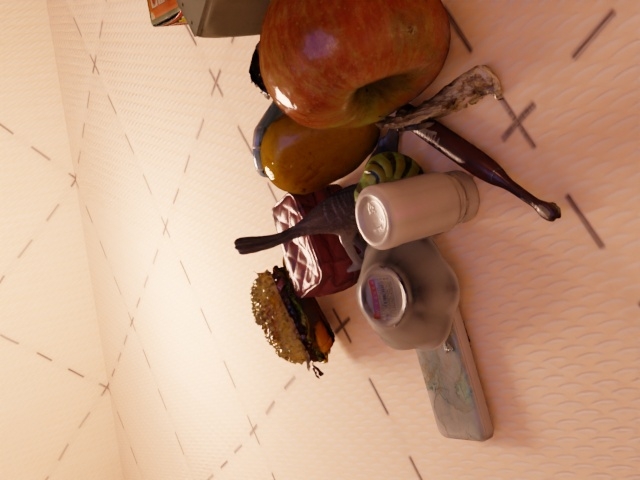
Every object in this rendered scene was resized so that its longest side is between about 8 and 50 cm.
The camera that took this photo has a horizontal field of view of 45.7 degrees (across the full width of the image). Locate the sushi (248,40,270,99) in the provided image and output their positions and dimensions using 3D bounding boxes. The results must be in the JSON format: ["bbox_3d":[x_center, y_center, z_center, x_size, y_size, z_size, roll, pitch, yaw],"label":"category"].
[{"bbox_3d":[-0.074,-0.308,1.394,0.150,0.090,0.078,49,143,35],"label":"sushi"}]

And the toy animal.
[{"bbox_3d":[0.042,-0.031,1.415,0.206,0.367,0.081,50,-169,-23],"label":"toy animal"}]

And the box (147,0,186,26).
[{"bbox_3d":[-0.264,-0.558,1.672,0.177,0.195,0.148,4,106,57],"label":"box"}]

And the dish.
[{"bbox_3d":[0.129,0.093,1.320,0.229,0.081,0.229,9,103,43],"label":"dish"}]

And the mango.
[{"bbox_3d":[0.002,-0.184,1.425,0.262,0.130,0.167,-22,127,27],"label":"mango"}]

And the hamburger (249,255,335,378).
[{"bbox_3d":[-0.063,0.172,1.648,0.262,0.138,0.243,61,178,31],"label":"hamburger"}]

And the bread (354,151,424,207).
[{"bbox_3d":[0.121,-0.083,1.319,0.130,0.071,0.139,42,104,-4],"label":"bread"}]

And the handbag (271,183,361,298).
[{"bbox_3d":[0.000,0.000,1.544,0.146,0.135,0.225,-42,63,58],"label":"handbag"}]

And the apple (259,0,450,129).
[{"bbox_3d":[0.042,-0.322,1.195,0.309,0.277,0.250,-25,71,23],"label":"apple"}]

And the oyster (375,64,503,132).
[{"bbox_3d":[0.180,-0.216,1.193,0.106,0.200,0.061,-54,-57,-75],"label":"oyster"}]

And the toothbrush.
[{"bbox_3d":[0.237,-0.129,1.193,0.364,0.041,0.041,44,137,42],"label":"toothbrush"}]

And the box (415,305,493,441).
[{"bbox_3d":[0.225,0.216,1.358,0.142,0.044,0.285,-22,83,63],"label":"box"}]

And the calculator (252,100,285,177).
[{"bbox_3d":[-0.093,-0.221,1.573,0.039,0.210,0.121,8,130,12],"label":"calculator"}]

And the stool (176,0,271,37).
[{"bbox_3d":[-0.161,-0.548,1.464,0.270,0.243,0.170,61,146,21],"label":"stool"}]

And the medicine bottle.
[{"bbox_3d":[0.156,-0.053,1.212,0.103,0.186,0.103,29,127,49],"label":"medicine bottle"}]
